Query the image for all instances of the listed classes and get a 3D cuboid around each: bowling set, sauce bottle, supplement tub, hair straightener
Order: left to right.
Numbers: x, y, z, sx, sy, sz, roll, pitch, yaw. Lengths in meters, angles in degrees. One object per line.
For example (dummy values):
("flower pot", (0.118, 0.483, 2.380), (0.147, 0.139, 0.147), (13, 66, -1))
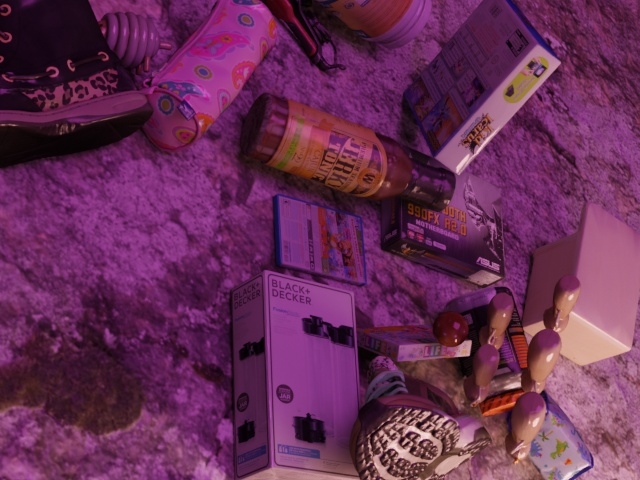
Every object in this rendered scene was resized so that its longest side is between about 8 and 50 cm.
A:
("hair straightener", (-0.025, -0.382, 2.135), (0.230, 0.047, 0.089), (51, 46, -7))
("sauce bottle", (0.050, -0.129, 1.991), (0.344, 0.111, 0.111), (17, 58, -20))
("supplement tub", (0.081, -0.428, 2.168), (0.200, 0.144, 0.144), (32, 51, -37))
("supplement tub", (0.277, 0.178, 2.051), (0.117, 0.117, 0.190), (-1, 69, -40))
("bowling set", (0.268, 0.166, 1.927), (0.200, 0.154, 0.287), (20, 57, 12))

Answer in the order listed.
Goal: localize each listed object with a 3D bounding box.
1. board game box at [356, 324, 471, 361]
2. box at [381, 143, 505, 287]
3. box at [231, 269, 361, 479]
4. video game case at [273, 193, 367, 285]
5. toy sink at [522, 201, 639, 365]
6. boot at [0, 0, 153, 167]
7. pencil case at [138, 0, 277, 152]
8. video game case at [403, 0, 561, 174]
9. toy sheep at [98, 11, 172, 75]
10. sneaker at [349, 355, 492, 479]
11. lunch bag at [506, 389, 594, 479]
("board game box", (0.142, 0.157, 1.961), (0.154, 0.103, 0.026), (0, 101, -40))
("box", (0.207, -0.039, 2.146), (0.231, 0.056, 0.183), (21, 57, -31))
("box", (-0.034, 0.200, 1.802), (0.169, 0.087, 0.290), (16, 59, -33))
("video game case", (0.000, 0.000, 1.984), (0.166, 0.015, 0.119), (14, 59, -34))
("toy sink", (0.463, 0.077, 2.248), (0.153, 0.131, 0.234), (31, 57, -24))
("boot", (-0.425, -0.250, 1.677), (0.377, 0.138, 0.284), (-14, 75, -40))
("pencil case", (-0.171, -0.255, 1.899), (0.124, 0.124, 0.284), (45, 48, -13))
("video game case", (0.259, -0.268, 2.107), (0.061, 0.244, 0.269), (34, 20, -24))
("toy sheep", (-0.280, -0.289, 1.853), (0.132, 0.091, 0.091), (6, 65, -32))
("sneaker", (0.104, 0.247, 1.800), (0.182, 0.158, 0.410), (52, 6, 22))
("lunch bag", (0.373, 0.316, 2.078), (0.129, 0.096, 0.151), (53, 17, -5))
